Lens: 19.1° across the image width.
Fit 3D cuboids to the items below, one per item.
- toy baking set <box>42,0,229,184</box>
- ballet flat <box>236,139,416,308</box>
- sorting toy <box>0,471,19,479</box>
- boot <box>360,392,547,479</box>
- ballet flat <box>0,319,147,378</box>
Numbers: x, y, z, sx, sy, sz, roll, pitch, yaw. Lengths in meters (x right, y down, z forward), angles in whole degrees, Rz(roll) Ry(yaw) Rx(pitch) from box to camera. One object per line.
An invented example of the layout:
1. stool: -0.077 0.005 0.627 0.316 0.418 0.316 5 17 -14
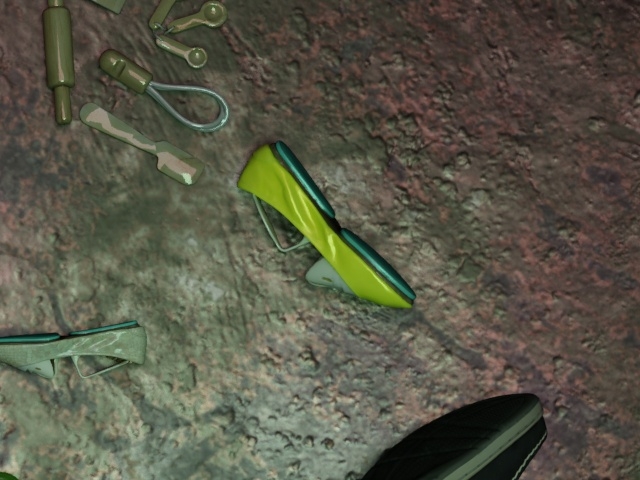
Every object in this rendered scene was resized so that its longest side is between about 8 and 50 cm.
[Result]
1. toy baking set: -0.194 -0.187 1.999 0.197 0.030 0.256 1 80 -8
2. ballet flat: 0.000 0.000 1.980 0.077 0.077 0.231 -42 85 8
3. sorting toy: -0.302 0.278 1.900 0.102 0.042 0.061 30 61 10
4. boot: 0.138 0.354 1.881 0.377 0.138 0.284 -41 108 -37
5. ballet flat: -0.258 0.116 1.924 0.168 0.057 0.052 -6 91 -9
